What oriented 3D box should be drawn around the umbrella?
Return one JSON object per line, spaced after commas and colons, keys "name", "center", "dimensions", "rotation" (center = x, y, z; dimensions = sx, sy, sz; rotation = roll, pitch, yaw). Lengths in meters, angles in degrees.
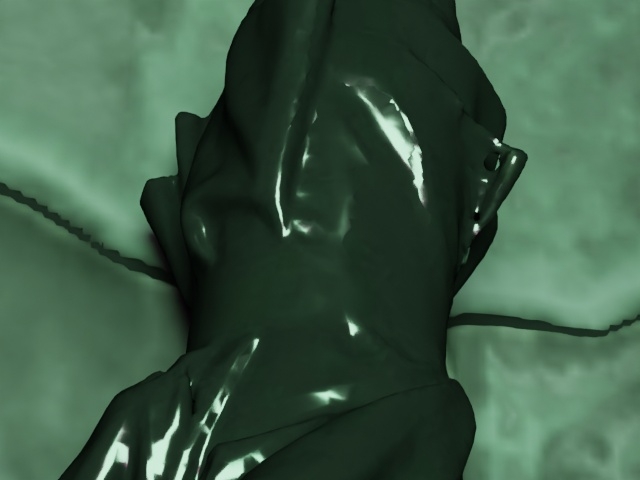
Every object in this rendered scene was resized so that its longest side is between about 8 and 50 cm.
{"name": "umbrella", "center": [0.000, 0.000, 0.447], "dimensions": [0.118, 0.118, 0.340], "rotation": [10, 60, -5]}
